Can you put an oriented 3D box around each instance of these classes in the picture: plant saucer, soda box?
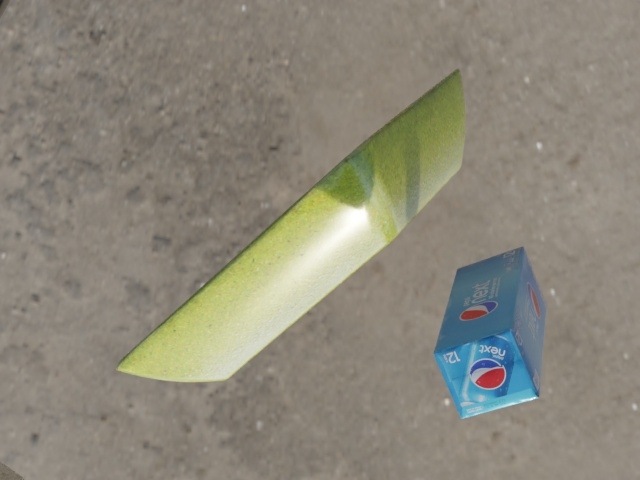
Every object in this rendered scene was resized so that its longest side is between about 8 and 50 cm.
[{"bbox_3d":[0.000,0.000,0.720,0.188,0.188,0.045,-41,90,28],"label":"plant saucer"},{"bbox_3d":[0.155,0.077,1.186,0.071,0.210,0.067,-19,103,17],"label":"soda box"}]

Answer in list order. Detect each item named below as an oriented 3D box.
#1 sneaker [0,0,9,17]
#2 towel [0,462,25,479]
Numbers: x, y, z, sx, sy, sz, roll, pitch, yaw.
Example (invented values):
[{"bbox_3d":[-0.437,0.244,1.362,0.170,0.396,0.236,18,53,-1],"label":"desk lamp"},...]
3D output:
[{"bbox_3d":[-0.109,-0.049,0.318,0.079,0.217,0.121,10,123,6],"label":"sneaker"},{"bbox_3d":[-0.268,0.282,0.899,0.187,0.282,0.049,14,144,45],"label":"towel"}]
